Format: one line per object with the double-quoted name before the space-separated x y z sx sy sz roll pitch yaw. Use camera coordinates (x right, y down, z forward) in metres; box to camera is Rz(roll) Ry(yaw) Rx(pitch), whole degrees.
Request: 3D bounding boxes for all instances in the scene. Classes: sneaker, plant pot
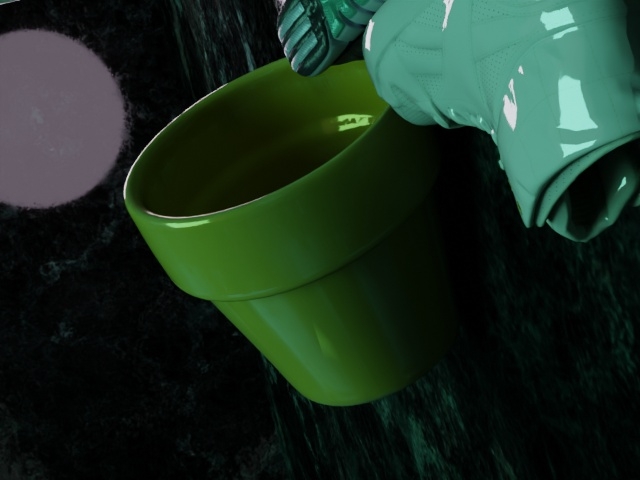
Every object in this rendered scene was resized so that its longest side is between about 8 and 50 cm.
"sneaker" 0.106 -0.072 0.689 0.292 0.108 0.169 132 124 -75
"plant pot" 0.000 0.000 1.013 0.239 0.254 0.254 64 175 -29
"sneaker" 0.057 -0.198 0.866 0.223 0.098 0.083 -36 71 52

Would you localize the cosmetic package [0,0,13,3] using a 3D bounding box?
"cosmetic package" -0.221 -0.351 1.227 0.197 0.365 0.155 -128 26 -68
